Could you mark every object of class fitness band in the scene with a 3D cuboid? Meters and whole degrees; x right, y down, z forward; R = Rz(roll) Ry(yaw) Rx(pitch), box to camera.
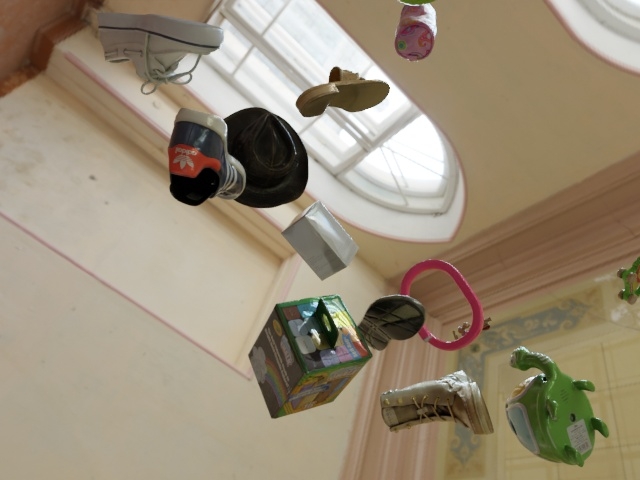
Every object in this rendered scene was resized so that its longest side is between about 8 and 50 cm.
[{"bbox_3d":[0.366,0.194,1.439,0.209,0.054,0.291,-38,-121,16],"label":"fitness band"}]

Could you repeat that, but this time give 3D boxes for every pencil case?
[{"bbox_3d":[0.296,-0.654,1.458,0.124,0.124,0.284,-38,-157,34],"label":"pencil case"}]

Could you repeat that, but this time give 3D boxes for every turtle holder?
[{"bbox_3d":[0.677,0.512,1.430,0.243,0.320,0.227,-44,-171,-31],"label":"turtle holder"}]

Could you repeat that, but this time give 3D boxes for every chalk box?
[{"bbox_3d":[-0.019,0.245,1.067,0.180,0.179,0.289,62,-41,31],"label":"chalk box"}]

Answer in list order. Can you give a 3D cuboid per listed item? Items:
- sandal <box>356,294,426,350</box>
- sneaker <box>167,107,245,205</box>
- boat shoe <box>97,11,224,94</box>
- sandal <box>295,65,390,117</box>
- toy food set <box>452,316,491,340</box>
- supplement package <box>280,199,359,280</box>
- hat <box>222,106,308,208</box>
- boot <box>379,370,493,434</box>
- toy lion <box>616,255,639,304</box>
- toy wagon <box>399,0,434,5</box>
[{"bbox_3d":[0.165,0.192,1.166,0.086,0.120,0.303,-49,177,-28],"label":"sandal"},{"bbox_3d":[-0.246,-0.128,0.986,0.350,0.131,0.148,85,17,-74],"label":"sneaker"},{"bbox_3d":[-0.344,-0.384,0.984,0.136,0.367,0.157,-23,125,-52],"label":"boat shoe"},{"bbox_3d":[0.036,-0.288,0.864,0.240,0.079,0.088,-23,167,-42],"label":"sandal"},{"bbox_3d":[0.469,0.271,1.452,0.122,0.078,0.019,-19,-139,9],"label":"toy food set"},{"bbox_3d":[0.000,0.000,1.290,0.105,0.179,0.105,-32,-167,38],"label":"supplement package"},{"bbox_3d":[-0.157,-0.263,1.327,0.331,0.331,0.134,-61,-173,-28],"label":"hat"},{"bbox_3d":[0.227,0.345,0.961,0.203,0.095,0.262,-15,178,4],"label":"boot"},{"bbox_3d":[0.712,0.081,1.048,0.096,0.100,0.034,-26,-152,-9],"label":"toy lion"},{"bbox_3d":[0.076,-0.366,0.445,0.068,0.344,0.267,135,-45,-82],"label":"toy wagon"}]
